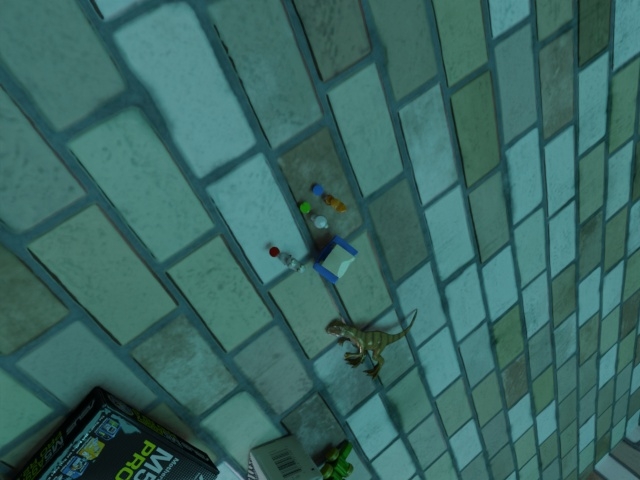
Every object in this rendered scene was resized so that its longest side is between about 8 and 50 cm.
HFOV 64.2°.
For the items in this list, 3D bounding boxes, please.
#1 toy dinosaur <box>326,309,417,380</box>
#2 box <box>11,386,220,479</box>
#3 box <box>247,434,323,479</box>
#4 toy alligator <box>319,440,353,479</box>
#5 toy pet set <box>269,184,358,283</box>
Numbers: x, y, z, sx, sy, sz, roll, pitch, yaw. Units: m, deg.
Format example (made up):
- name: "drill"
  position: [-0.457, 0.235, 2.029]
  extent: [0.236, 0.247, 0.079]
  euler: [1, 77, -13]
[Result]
- name: "toy dinosaur"
  position: [0.103, 0.184, 0.913]
  extent: [0.211, 0.064, 0.112]
  euler: [8, 109, -39]
- name: "box"
  position: [-0.301, 0.362, 0.671]
  extent: [0.270, 0.060, 0.216]
  euler: [-50, 121, -15]
- name: "box"
  position: [-0.076, 0.503, 0.935]
  extent: [0.094, 0.113, 0.275]
  euler: [-8, 118, -32]
- name: "toy alligator"
  position: [0.016, 0.467, 0.981]
  extent: [0.056, 0.189, 0.051]
  euler: [47, 124, -9]
- name: "toy pet set"
  position: [0.000, 0.000, 0.753]
  extent: [0.114, 0.065, 0.122]
  euler: [37, 88, -8]
